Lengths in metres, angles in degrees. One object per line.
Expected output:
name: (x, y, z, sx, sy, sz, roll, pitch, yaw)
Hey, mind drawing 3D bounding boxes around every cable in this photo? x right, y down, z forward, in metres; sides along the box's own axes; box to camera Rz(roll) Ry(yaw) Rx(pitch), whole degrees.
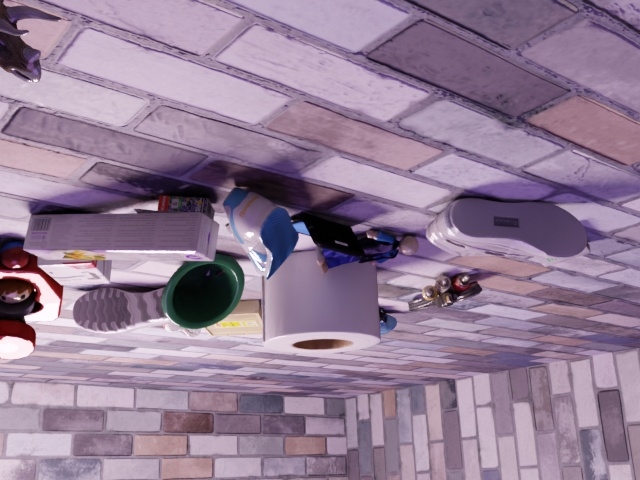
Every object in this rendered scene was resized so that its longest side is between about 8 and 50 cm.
cable: (0.285, 0.119, 1.754, 0.140, 0.072, 0.287, -17, 176, -8)

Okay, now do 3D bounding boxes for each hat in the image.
hat: (-0.271, 0.070, 1.548, 0.173, 0.183, 0.208, 1, 121, -31)

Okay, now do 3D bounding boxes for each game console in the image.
game console: (0.000, 0.000, 1.294, 0.122, 0.107, 0.071, 15, 127, -43)

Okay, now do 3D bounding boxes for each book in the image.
book: (0.455, 0.006, 1.425, 0.096, 0.035, 0.144, -17, 156, 28)

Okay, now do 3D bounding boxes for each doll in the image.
doll: (0.090, 0.020, 1.396, 0.189, 0.046, 0.129, -11, 151, 7)

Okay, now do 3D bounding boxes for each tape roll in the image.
tape roll: (0.001, 0.134, 1.541, 0.246, 0.169, 0.246, -3, 162, -1)

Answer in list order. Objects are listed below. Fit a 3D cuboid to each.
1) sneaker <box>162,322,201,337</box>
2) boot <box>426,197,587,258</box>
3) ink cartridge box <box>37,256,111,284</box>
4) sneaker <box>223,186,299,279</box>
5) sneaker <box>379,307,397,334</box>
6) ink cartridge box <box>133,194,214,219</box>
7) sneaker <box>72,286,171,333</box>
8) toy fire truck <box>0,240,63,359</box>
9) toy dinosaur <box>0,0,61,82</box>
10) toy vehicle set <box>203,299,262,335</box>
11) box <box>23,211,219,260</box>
sneaker: (-0.370, 0.213, 1.948, 0.065, 0.061, 0.158, 19, 173, 30)
boot: (0.314, -0.014, 1.273, 0.258, 0.095, 0.123, 11, 165, -12)
ink cartridge box: (-0.453, 0.039, 1.377, 0.099, 0.056, 0.135, -2, 161, -1)
sneaker: (-0.097, -0.013, 1.204, 0.092, 0.087, 0.228, 33, 159, 17)
sneaker: (0.152, 0.211, 1.961, 0.073, 0.063, 0.162, -23, 153, 40)
ink cartridge box: (-0.231, -0.048, 1.178, 0.115, 0.029, 0.063, 4, 162, 4)
sneaker: (-0.421, 0.168, 1.698, 0.281, 0.105, 0.115, -2, 162, -1)
toy fire truck: (-0.639, 0.089, 1.384, 0.302, 0.169, 0.254, 4, 142, -21)
toy dinosaur: (-0.388, -0.204, 0.608, 0.314, 0.121, 0.160, 13, 145, -27)
toy vehicle set: (-0.230, 0.207, 1.947, 0.166, 0.035, 0.267, -2, 162, 0)
box: (-0.321, -0.005, 1.183, 0.324, 0.067, 0.063, -1, 163, 19)
